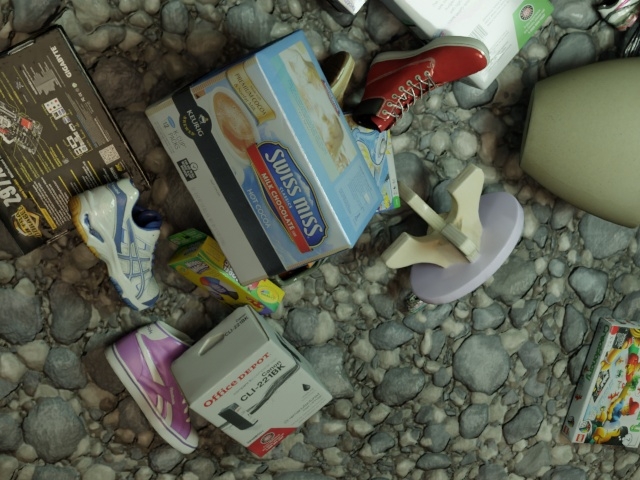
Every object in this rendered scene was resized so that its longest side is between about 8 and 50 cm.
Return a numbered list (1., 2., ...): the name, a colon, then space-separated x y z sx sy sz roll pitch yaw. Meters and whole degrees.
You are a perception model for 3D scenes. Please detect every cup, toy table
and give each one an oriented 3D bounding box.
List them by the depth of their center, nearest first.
1. cup: 0.517 -0.206 1.607 0.237 0.331 0.331 11 107 9
2. toy table: 0.252 -0.018 1.626 0.274 0.252 0.161 -54 130 -5

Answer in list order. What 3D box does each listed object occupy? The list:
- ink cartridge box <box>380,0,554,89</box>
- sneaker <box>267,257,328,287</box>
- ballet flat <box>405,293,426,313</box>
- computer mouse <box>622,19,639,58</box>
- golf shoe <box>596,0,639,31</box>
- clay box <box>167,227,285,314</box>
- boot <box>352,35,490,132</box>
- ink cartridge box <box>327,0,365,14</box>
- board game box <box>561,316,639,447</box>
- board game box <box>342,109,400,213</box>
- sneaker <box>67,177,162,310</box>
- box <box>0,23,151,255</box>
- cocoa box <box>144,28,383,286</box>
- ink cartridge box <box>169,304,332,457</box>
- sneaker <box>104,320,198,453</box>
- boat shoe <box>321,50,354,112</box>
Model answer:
1. ink cartridge box: 0.257 -0.448 1.531 0.278 0.117 0.201 39 95 -24
2. sneaker: 0.000 0.000 1.616 0.271 0.108 0.100 -41 112 -3
3. ballet flat: 0.230 0.113 1.757 0.114 0.041 0.041 -28 113 -6
4. computer mouse: 0.734 -0.415 1.690 0.272 0.072 0.188 7 120 -25
5. golf shoe: 0.623 -0.512 1.640 0.086 0.067 0.186 29 98 -22
6. clay box: -0.190 0.064 1.570 0.222 0.127 0.053 37 62 -23
7. boot: 0.176 -0.267 1.477 0.088 0.244 0.176 49 50 -38
8. ink cartridge box: -0.014 -0.482 1.455 0.207 0.097 0.046 38 95 -23
9. board game box: 0.704 0.338 1.957 0.193 0.053 0.305 8 105 -19
10. board game box: 0.081 -0.148 1.576 0.136 0.035 0.201 -18 103 -39
11. sneaker: -0.329 0.014 1.482 0.131 0.112 0.296 -27 141 -7
12. box: -0.482 -0.172 1.439 0.257 0.079 0.322 -28 113 -3
13. cocoa box: -0.081 -0.142 1.412 0.228 0.231 0.347 -20 106 26
14. ink cartridge box: -0.131 0.278 1.619 0.197 0.114 0.273 -40 136 0
15. sneaker: -0.281 0.285 1.638 0.161 0.102 0.282 -32 113 -7
16. boat shoe: 0.015 -0.263 1.561 0.072 0.068 0.190 23 111 -34
